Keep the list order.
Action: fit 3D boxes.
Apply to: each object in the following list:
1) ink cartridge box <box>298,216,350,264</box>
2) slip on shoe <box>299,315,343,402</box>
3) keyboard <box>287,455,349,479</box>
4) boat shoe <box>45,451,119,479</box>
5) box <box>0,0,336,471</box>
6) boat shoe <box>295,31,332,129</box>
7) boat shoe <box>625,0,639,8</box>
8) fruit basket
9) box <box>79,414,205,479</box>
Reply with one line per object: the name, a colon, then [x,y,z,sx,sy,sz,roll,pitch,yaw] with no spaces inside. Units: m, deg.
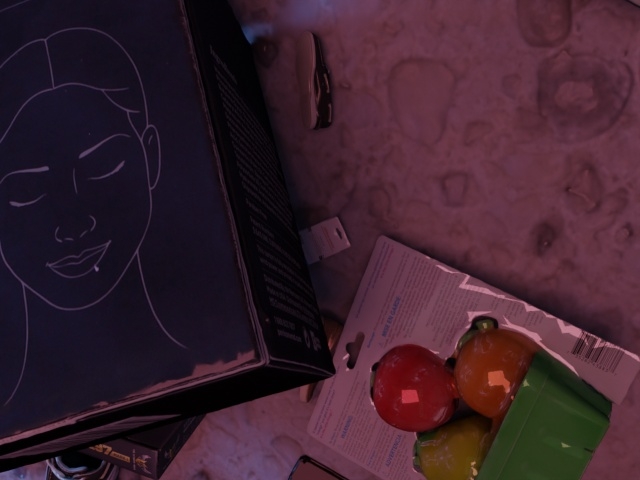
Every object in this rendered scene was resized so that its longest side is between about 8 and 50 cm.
ink cartridge box: [0.000,0.000,0.950,0.083,0.028,0.048,-23,96,21]
slip on shoe: [0.000,0.175,0.985,0.041,0.051,0.135,13,101,1]
keyboard: [0.032,0.415,1.045,0.192,0.038,0.100,29,86,10]
boat shoe: [-0.384,0.331,1.098,0.121,0.119,0.335,29,109,9]
box: [-0.287,-0.017,0.768,0.479,0.297,0.472,-17,74,8]
boat shoe: [-0.006,-0.209,0.898,0.046,0.038,0.125,6,102,59]
boat shoe: [0.241,-0.441,0.712,0.500,0.156,0.187,40,106,-8]
fruit basket: [0.181,0.206,0.902,0.353,0.165,0.327,27,109,26]
box: [-0.250,0.213,0.968,0.183,0.233,0.059,16,119,14]
